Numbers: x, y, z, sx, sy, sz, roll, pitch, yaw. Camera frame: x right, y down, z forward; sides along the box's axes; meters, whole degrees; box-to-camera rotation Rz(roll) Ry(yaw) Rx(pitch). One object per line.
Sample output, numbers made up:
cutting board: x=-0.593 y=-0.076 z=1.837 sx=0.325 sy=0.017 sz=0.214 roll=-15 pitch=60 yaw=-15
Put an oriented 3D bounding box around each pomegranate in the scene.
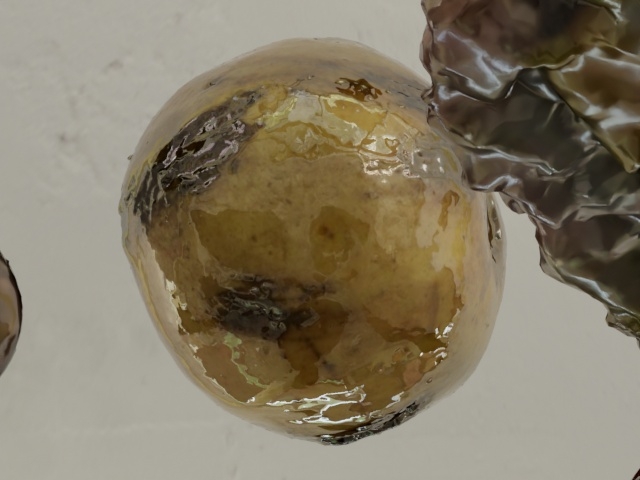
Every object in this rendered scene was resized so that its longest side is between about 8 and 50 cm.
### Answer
pomegranate: x=0.000 y=0.000 z=1.190 sx=0.322 sy=0.322 sz=0.322 roll=0 pitch=-72 yaw=1

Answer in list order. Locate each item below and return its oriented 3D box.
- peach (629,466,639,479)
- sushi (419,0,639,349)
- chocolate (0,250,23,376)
peach: x=0.130 y=0.107 z=0.350 sx=0.092 sy=0.127 sz=0.172 roll=-28 pitch=-64 yaw=-27
sushi: x=0.140 y=-0.071 z=0.423 sx=0.236 sy=0.171 sz=0.270 roll=-18 pitch=-33 yaw=33
chocolate: x=-0.333 y=0.026 z=0.731 sx=0.340 sy=0.210 sz=0.225 roll=-13 pitch=-103 yaw=3
